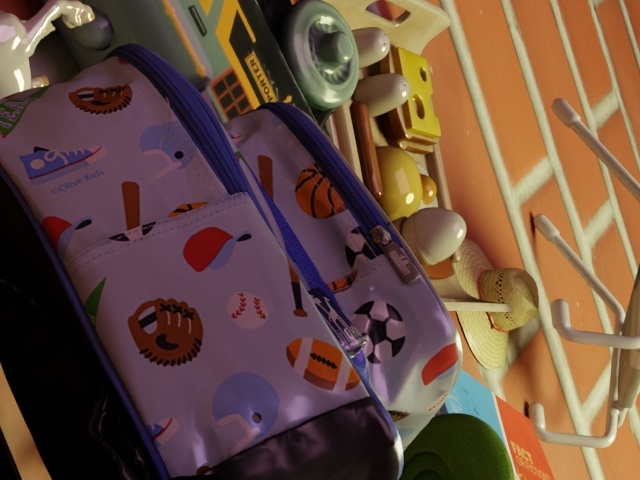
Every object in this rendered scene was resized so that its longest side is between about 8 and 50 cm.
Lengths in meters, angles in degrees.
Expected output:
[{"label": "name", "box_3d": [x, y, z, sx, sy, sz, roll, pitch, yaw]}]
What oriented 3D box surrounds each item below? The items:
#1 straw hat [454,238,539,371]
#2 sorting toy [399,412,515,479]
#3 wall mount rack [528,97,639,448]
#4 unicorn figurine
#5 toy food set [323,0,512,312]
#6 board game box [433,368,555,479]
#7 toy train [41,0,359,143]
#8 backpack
[{"label": "straw hat", "box_3d": [0.190, 0.060, 1.361, 0.144, 0.061, 0.144, 38, 45, -50]}, {"label": "sorting toy", "box_3d": [0.034, 0.152, 0.886, 0.126, 0.127, 0.365, 17, 28, -32]}, {"label": "wall mount rack", "box_3d": [0.289, 0.036, 1.410, 0.350, 0.130, 0.304, 89, 11, -53]}, {"label": "unicorn figurine", "box_3d": [-0.175, -0.095, 0.716, 0.111, 0.060, 0.162, -36, 129, -48]}, {"label": "toy food set", "box_3d": [0.097, -0.081, 1.218, 0.220, 0.092, 0.306, 5, 73, -61]}, {"label": "board game box", "box_3d": [0.156, 0.261, 1.092, 0.242, 0.064, 0.316, 37, 28, -51]}, {"label": "toy train", "box_3d": [-0.095, -0.164, 0.864, 0.190, 0.142, 0.334, -49, 121, -47]}, {"label": "backpack", "box_3d": [-0.075, 0.040, 0.639, 0.213, 0.276, 0.263, -30, 74, -28]}]
